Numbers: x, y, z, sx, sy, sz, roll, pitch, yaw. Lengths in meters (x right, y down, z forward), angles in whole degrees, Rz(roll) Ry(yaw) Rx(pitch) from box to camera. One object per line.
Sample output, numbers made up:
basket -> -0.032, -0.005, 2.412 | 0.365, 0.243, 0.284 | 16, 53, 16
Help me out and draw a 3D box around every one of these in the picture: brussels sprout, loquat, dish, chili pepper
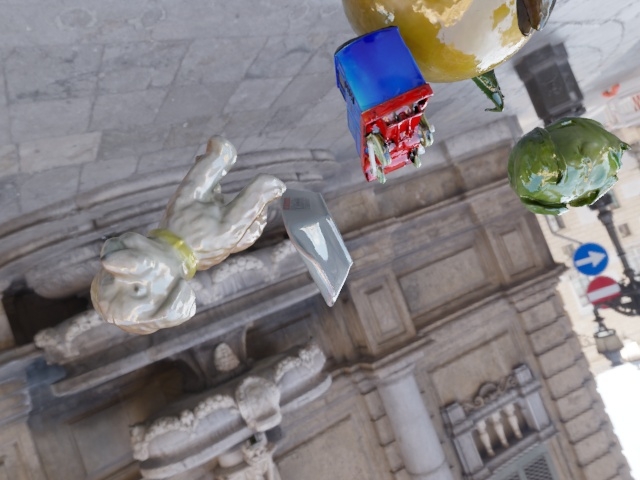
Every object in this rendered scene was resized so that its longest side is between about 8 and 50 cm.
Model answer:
brussels sprout -> 0.613, -0.187, 1.218 | 0.259, 0.227, 0.294 | -23, 158, 11
loquat -> 0.154, -0.330, 0.600 | 0.263, 0.263, 0.263 | -21, 177, -1
dish -> 0.000, 0.000, 0.746 | 0.064, 0.154, 0.234 | -26, -156, 4
chili pepper -> 0.326, -0.435, 1.092 | 0.085, 0.359, 0.076 | -12, -150, 52

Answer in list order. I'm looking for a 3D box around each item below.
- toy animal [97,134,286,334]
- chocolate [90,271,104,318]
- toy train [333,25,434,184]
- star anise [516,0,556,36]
toy animal -> -0.135, 0.017, 0.475 | 0.185, 0.104, 0.184 | -61, -174, -26
chocolate -> -0.406, 0.118, 1.023 | 0.134, 0.134, 0.309 | -20, 172, -17
toy train -> 0.079, -0.152, 0.595 | 0.083, 0.131, 0.204 | -25, 171, 1
star anise -> 0.130, -0.262, 0.253 | 0.288, 0.288, 0.088 | -20, -168, -19
